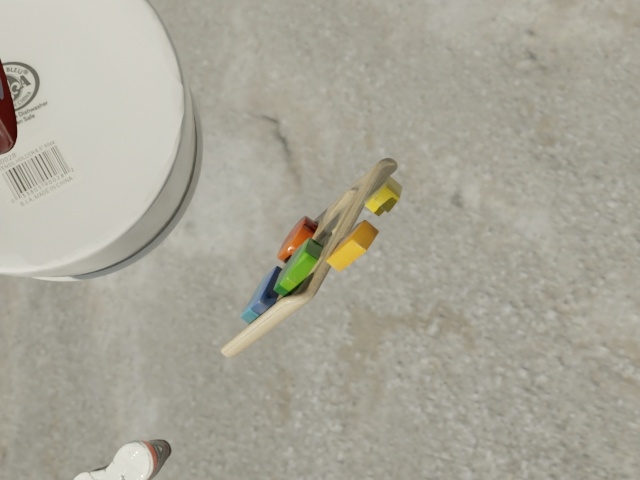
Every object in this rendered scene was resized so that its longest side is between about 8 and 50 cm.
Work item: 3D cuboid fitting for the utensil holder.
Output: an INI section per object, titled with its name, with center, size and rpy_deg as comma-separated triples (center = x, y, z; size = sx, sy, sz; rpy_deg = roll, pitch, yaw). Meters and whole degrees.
[utensil holder]
center = -0.287, -0.119, 1.176
size = 0.385, 0.328, 0.327
rpy_deg = 159, 129, -84

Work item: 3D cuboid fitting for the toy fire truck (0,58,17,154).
[toy fire truck]
center = -0.294, -0.153, 0.604
size = 0.302, 0.169, 0.253
rpy_deg = 146, 107, -87

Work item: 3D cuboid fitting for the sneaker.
[sneaker]
center = -0.228, 0.279, 1.320
size = 0.158, 0.065, 0.061
rpy_deg = -35, 75, 31

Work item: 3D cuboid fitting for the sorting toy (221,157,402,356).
[sorting toy]
center = 0.000, 0.000, 1.240
size = 0.229, 0.041, 0.307
rpy_deg = -56, 8, -32
